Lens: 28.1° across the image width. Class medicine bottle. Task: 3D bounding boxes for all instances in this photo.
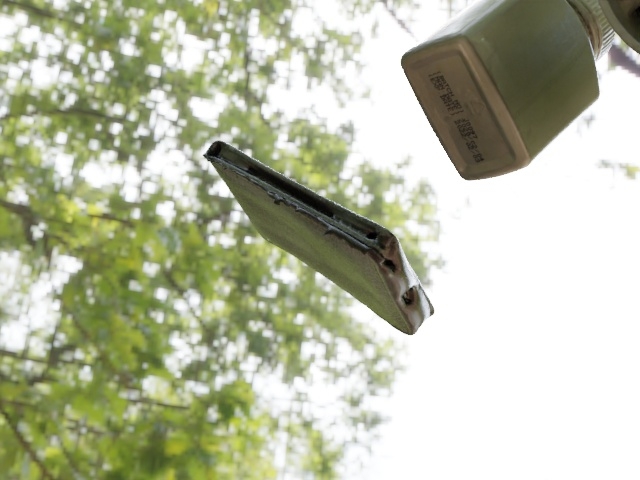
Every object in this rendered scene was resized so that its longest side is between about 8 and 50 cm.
[{"bbox_3d":[0.173,-0.153,1.107,0.088,0.188,0.132,-14,-70,51],"label":"medicine bottle"}]

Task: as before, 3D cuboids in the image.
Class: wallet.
[{"bbox_3d":[0.002,-0.002,1.176,0.222,0.036,0.167,32,-14,32],"label":"wallet"}]

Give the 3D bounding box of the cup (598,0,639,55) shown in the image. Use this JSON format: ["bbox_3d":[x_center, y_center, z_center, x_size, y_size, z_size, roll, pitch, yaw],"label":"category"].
[{"bbox_3d":[0.322,-0.163,0.847,0.185,0.241,0.226,-52,-29,19],"label":"cup"}]
